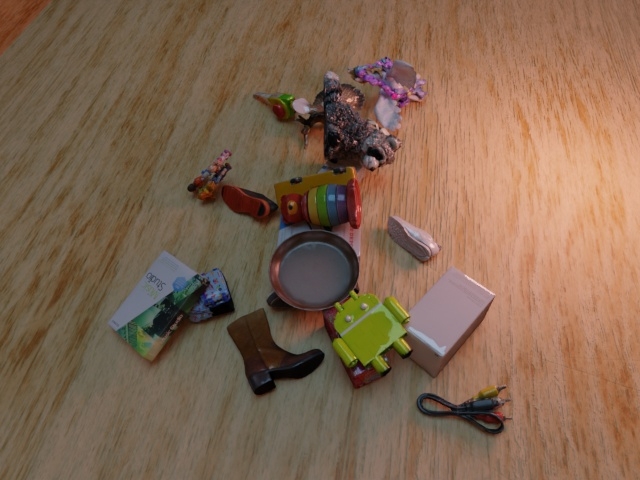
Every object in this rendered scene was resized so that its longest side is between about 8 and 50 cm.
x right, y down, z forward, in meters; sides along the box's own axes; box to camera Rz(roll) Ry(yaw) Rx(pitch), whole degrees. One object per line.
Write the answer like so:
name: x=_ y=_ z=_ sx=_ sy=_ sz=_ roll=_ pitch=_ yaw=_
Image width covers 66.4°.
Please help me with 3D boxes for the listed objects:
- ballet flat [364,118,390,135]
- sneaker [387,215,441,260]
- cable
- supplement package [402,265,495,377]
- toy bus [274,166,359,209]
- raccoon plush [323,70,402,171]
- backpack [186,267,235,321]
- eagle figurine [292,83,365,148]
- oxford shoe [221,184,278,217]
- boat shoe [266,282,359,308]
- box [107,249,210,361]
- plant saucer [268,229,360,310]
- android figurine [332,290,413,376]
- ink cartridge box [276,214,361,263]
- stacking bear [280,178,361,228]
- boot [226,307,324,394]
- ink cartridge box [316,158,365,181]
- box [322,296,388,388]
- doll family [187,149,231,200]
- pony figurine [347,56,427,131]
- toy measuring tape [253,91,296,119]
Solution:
ballet flat: x=0.265 y=-0.499 z=2.240 sx=0.188 sy=0.070 sz=0.070 roll=38 pitch=64 yaw=25
sneaker: x=0.356 y=-0.017 z=1.886 sx=0.094 sy=0.090 sz=0.235 roll=-28 pitch=61 yaw=-32
cable: x=0.448 y=0.528 z=1.512 sx=0.287 sy=0.072 sz=0.140 roll=-9 pitch=70 yaw=11
supplement package: x=0.404 y=0.264 z=1.611 sx=0.175 sy=0.178 sz=0.293 roll=37 pitch=62 yaw=25
toy bus: x=-0.012 y=-0.202 z=1.912 sx=0.332 sy=0.130 sz=0.108 roll=-11 pitch=90 yaw=17
raccoon plush: x=0.167 y=-0.489 z=1.976 sx=0.298 sy=0.216 sz=0.447 roll=0 pitch=85 yaw=-4
backpack: x=-0.409 y=0.197 z=1.728 sx=0.173 sy=0.117 sz=0.158 roll=-19 pitch=55 yaw=-8
eagle figurine: x=0.044 y=-0.574 z=2.208 sx=0.298 sy=0.227 sz=0.225 roll=-19 pitch=2 yaw=32
oxford shoe: x=-0.296 y=-0.163 z=2.019 sx=0.271 sy=0.097 sz=0.098 roll=27 pitch=25 yaw=28
boat shoe: x=-0.022 y=0.185 z=1.725 sx=0.334 sy=0.112 sz=0.096 roll=-16 pitch=50 yaw=-14
box: x=-0.556 y=0.215 z=1.678 sx=0.232 sy=0.058 sz=0.322 roll=27 pitch=77 yaw=32
plant saucer: x=-0.020 y=0.104 z=1.674 sx=0.310 sy=0.050 sz=0.311 roll=-1 pitch=59 yaw=2
android figurine: x=0.151 y=0.274 z=1.508 sx=0.248 sy=0.056 sz=0.273 roll=-36 pitch=61 yaw=-5
ink cartridge box: x=0.000 y=0.000 z=1.846 sx=0.307 sy=0.129 sz=0.223 roll=2 pitch=54 yaw=4
stacking bear: x=-0.005 y=-0.123 z=1.763 sx=0.288 sy=0.164 sz=0.176 roll=-3 pitch=96 yaw=12
boot: x=-0.153 y=0.347 z=1.649 sx=0.264 sy=0.096 sz=0.280 roll=-26 pitch=50 yaw=-7
ink cartridge box: x=0.076 y=-0.263 z=2.061 sx=0.153 sy=0.087 sz=0.208 roll=27 pitch=58 yaw=19
box: x=0.111 y=0.333 z=1.601 sx=0.122 sy=0.128 sz=0.257 roll=-22 pitch=56 yaw=-10
doll family: x=-0.441 y=-0.248 z=2.016 sx=0.118 sy=0.263 sz=0.163 roll=45 pitch=43 yaw=-15
pony figurine: x=0.337 y=-0.717 z=2.281 sx=0.363 sy=0.303 sz=0.351 roll=-15 pitch=51 yaw=-42
toy measuring tape: x=-0.209 y=-0.653 z=2.368 sx=0.121 sy=0.121 sz=0.330 roll=-40 pitch=40 yaw=-24
